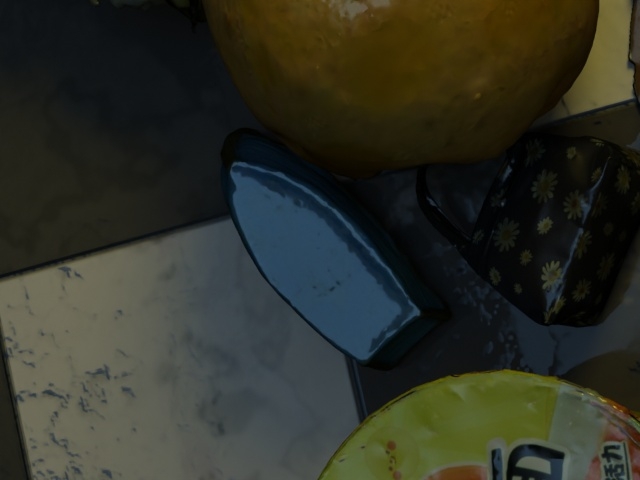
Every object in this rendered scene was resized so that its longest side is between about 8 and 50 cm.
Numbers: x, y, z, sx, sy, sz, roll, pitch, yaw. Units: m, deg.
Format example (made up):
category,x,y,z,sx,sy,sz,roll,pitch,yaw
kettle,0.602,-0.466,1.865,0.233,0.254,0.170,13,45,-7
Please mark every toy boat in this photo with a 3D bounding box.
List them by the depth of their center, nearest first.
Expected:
category,x,y,z,sx,sy,sz,roll,pitch,yaw
toy boat,0.000,0.000,1.187,0.185,0.077,0.075,45,104,7

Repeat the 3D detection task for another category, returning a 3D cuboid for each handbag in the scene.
category,x,y,z,sx,sy,sz,roll,pitch,yaw
handbag,0.117,-0.021,1.134,0.139,0.072,0.115,25,100,25

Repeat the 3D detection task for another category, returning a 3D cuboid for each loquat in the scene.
category,x,y,z,sx,sy,sz,roll,pitch,yaw
loquat,0.045,-0.157,1.080,0.244,0.244,0.244,0,89,22

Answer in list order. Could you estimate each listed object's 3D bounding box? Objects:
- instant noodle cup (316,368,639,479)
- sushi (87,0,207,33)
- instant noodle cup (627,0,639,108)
category,x,y,z,sx,sy,sz,roll,pitch,yaw
instant noodle cup,0.132,0.201,1.052,0.264,0.200,0.264,-1,88,22
sushi,-0.145,-0.238,1.226,0.291,0.139,0.131,28,119,21
instant noodle cup,0.296,-0.122,1.053,0.274,0.091,0.274,0,90,22
